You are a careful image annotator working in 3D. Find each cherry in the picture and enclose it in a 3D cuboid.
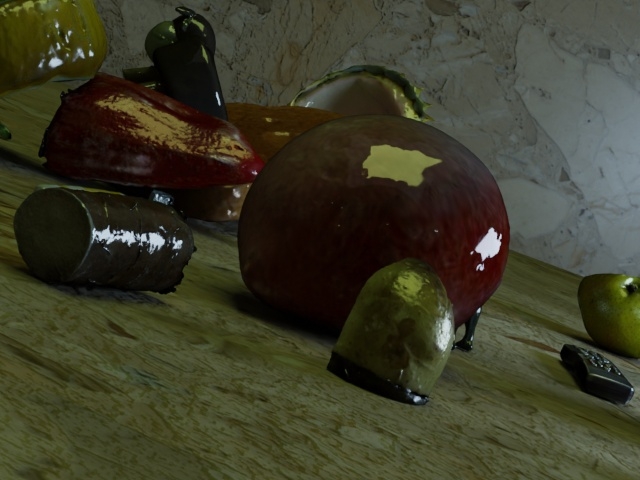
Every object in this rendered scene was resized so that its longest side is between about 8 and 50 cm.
[{"bbox_3d":[0.041,-0.017,1.422,0.239,0.206,0.239,32,8,-5],"label":"cherry"}]

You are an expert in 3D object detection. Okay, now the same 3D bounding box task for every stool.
[{"bbox_3d":[-0.178,-0.200,1.958,0.121,0.217,0.125,-15,-35,-2],"label":"stool"}]

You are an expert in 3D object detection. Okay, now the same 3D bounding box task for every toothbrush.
[{"bbox_3d":[-0.225,-0.048,1.703,0.021,0.024,0.288,24,6,19],"label":"toothbrush"}]

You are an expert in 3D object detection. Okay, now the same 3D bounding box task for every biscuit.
[{"bbox_3d":[-0.066,-0.103,2.049,0.455,0.078,0.350,-2,26,-27],"label":"biscuit"}]

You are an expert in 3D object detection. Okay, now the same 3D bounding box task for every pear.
[{"bbox_3d":[0.412,0.106,2.145,0.141,0.104,0.141,10,-17,3],"label":"pear"}]

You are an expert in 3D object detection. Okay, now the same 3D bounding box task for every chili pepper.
[{"bbox_3d":[-0.180,-0.110,1.825,0.252,0.136,0.144,14,-10,7],"label":"chili pepper"}]

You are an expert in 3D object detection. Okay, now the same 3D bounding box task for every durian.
[{"bbox_3d":[0.046,-0.160,2.331,0.305,0.196,0.185,-13,-13,24],"label":"durian"}]

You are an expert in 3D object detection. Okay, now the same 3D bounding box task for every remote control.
[{"bbox_3d":[0.300,0.143,1.743,0.059,0.028,0.212,17,5,1],"label":"remote control"}]

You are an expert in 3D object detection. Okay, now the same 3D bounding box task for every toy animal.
[{"bbox_3d":[0.124,0.073,1.584,0.047,0.065,0.135,22,6,26],"label":"toy animal"}]

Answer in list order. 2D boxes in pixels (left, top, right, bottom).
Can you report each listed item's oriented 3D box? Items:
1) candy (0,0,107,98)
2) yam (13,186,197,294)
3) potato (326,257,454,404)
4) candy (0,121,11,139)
[{"bbox_3d":[-0.367,-0.208,1.788,0.260,0.118,0.260,-17,8,2],"label":"candy"},{"bbox_3d":[-0.162,0.001,1.207,0.079,0.079,0.141,23,7,26],"label":"yam"},{"bbox_3d":[0.069,0.068,1.234,0.096,0.103,0.066,14,5,-41],"label":"potato"},{"bbox_3d":[-0.520,-0.210,2.042,0.323,0.097,0.097,29,8,15],"label":"candy"}]
